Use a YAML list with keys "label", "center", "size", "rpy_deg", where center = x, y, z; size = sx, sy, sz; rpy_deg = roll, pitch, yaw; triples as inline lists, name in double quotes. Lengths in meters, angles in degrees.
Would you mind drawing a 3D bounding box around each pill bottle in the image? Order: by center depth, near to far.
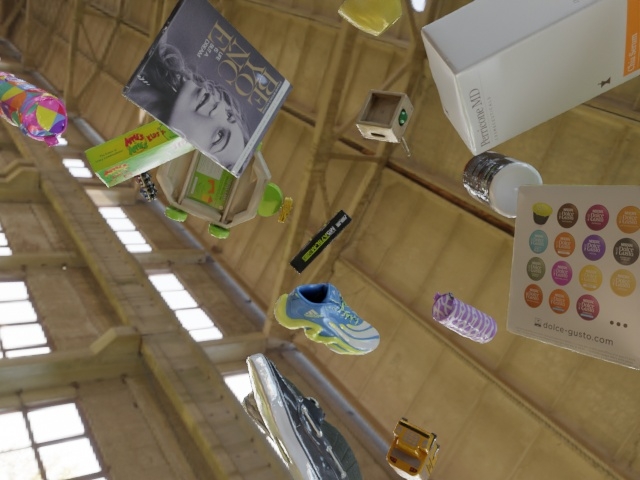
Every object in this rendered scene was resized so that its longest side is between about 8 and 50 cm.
- label: "pill bottle"
  center: [0.428, -0.147, 1.473]
  size: [0.245, 0.130, 0.130]
  rpy_deg: [-111, -149, -72]

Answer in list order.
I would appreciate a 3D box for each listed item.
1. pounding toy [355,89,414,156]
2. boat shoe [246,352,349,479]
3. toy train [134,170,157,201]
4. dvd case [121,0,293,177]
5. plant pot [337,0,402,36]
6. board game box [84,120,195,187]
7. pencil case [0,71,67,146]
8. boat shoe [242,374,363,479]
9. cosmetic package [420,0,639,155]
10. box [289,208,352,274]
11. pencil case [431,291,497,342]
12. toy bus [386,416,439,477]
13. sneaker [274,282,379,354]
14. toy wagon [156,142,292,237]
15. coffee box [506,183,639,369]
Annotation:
- label: "pounding toy"
  center: [0.185, -0.313, 1.606]
  size: [0.141, 0.100, 0.130]
  rpy_deg: [16, -106, 31]
- label: "boat shoe"
  center: [-0.040, 0.342, 1.141]
  size: [0.301, 0.102, 0.108]
  rpy_deg: [62, -24, 10]
- label: "toy train"
  center: [-0.387, -0.137, 1.311]
  size: [0.158, 0.036, 0.027]
  rpy_deg: [88, -2, -56]
- label: "dvd case"
  center: [-0.144, -0.207, 0.832]
  size: [0.018, 0.221, 0.164]
  rpy_deg: [26, -97, 40]
- label: "plant pot"
  center: [0.118, -0.492, 1.276]
  size: [0.095, 0.134, 0.134]
  rpy_deg: [49, -41, -7]
- label: "board game box"
  center: [-0.295, -0.157, 1.028]
  size: [0.043, 0.181, 0.092]
  rpy_deg: [63, -10, 7]
- label: "pencil case"
  center: [-0.624, -0.279, 1.261]
  size: [0.236, 0.104, 0.104]
  rpy_deg: [30, -65, 35]
- label: "boat shoe"
  center: [-0.033, 0.426, 1.255]
  size: [0.320, 0.118, 0.103]
  rpy_deg: [48, -64, 4]
- label: "cosmetic package"
  center: [0.442, -0.376, 1.124]
  size: [0.453, 0.230, 0.161]
  rpy_deg: [-26, -129, 7]
- label: "box"
  center: [0.000, 0.000, 1.520]
  size: [0.184, 0.191, 0.045]
  rpy_deg: [-44, -88, 0]
- label: "pencil case"
  center: [0.393, 0.213, 1.658]
  size: [0.086, 0.206, 0.088]
  rpy_deg: [-51, -149, 15]
- label: "toy bus"
  center: [0.270, 0.621, 1.764]
  size: [0.108, 0.332, 0.130]
  rpy_deg: [23, -109, 23]
- label: "sneaker"
  center: [0.030, 0.158, 1.231]
  size: [0.126, 0.240, 0.091]
  rpy_deg: [125, -22, -47]
- label: "toy wagon"
  center: [-0.232, -0.140, 1.508]
  size: [0.068, 0.344, 0.267]
  rpy_deg: [-74, -174, -71]
- label: "coffee box"
  center: [0.642, 0.056, 1.262]
  size: [0.338, 0.338, 0.334]
  rpy_deg: [11, -82, 59]
